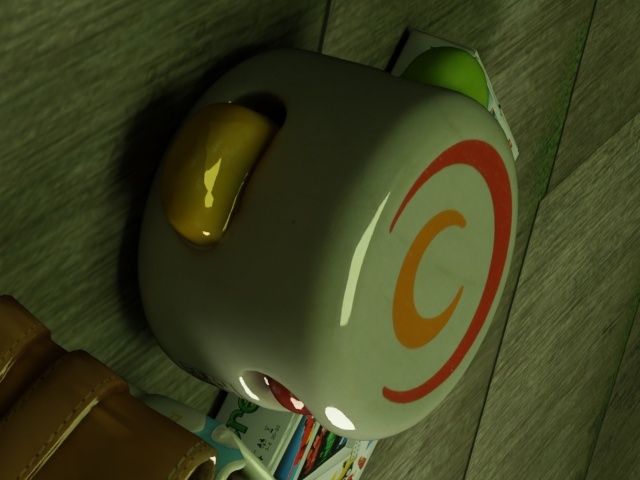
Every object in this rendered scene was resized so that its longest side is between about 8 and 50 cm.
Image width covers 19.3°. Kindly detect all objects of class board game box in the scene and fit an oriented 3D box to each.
[{"bbox_3d":[0.034,0.033,1.252,0.305,0.053,0.193,-63,160,-9],"label":"board game box"}]

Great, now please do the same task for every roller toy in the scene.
[{"bbox_3d":[0.000,0.000,1.000,0.209,0.146,0.191,-32,132,-47],"label":"roller toy"}]

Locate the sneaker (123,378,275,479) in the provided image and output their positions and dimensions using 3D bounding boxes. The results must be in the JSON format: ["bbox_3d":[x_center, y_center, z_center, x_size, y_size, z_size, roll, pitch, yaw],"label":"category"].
[{"bbox_3d":[-0.071,0.159,1.075,0.087,0.092,0.228,-62,160,-17],"label":"sneaker"}]

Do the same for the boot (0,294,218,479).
[{"bbox_3d":[-0.132,0.022,0.589,0.109,0.220,0.283,3,109,-68],"label":"boot"}]
